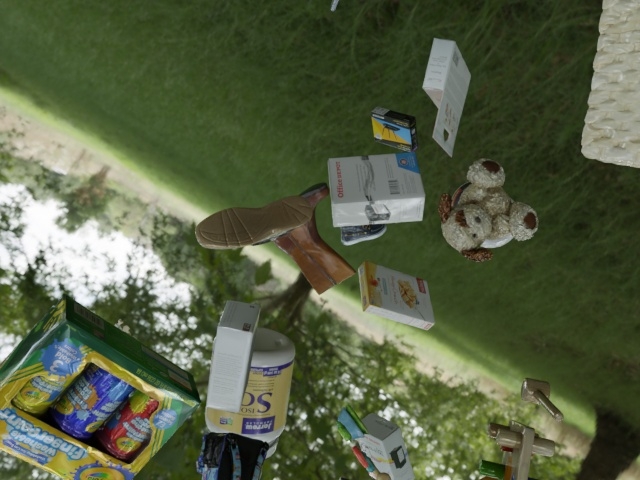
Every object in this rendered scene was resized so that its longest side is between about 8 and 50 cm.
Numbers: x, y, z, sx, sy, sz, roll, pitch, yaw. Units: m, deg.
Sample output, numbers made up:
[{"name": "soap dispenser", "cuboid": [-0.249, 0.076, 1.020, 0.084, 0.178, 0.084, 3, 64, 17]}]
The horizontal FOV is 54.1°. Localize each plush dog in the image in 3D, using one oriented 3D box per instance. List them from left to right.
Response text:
[{"name": "plush dog", "cuboid": [0.441, -0.066, 1.777, 0.262, 0.225, 0.210, 55, 165, 1]}]

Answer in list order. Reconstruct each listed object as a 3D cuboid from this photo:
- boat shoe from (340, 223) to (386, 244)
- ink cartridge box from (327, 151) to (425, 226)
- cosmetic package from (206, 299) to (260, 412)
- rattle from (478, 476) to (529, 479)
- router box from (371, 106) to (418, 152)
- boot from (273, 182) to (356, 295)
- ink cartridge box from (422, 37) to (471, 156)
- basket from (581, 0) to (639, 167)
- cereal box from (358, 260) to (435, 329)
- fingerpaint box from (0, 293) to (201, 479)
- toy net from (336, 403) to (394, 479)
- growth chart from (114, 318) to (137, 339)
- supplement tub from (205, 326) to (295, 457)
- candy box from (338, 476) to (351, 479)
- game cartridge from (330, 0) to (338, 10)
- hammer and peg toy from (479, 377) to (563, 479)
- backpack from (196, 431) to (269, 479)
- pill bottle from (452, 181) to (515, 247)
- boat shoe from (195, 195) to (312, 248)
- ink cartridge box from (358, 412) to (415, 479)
[{"name": "boat shoe", "cuboid": [0.161, -0.047, 2.337, 0.065, 0.183, 0.083, -127, 22, -51]}, {"name": "ink cartridge box", "cuboid": [0.185, -0.175, 2.143, 0.307, 0.223, 0.129, -4, 140, 0]}, {"name": "cosmetic package", "cuboid": [-0.199, 0.264, 1.428, 0.085, 0.231, 0.117, 10, -155, -1]}, {"name": "rattle", "cuboid": [0.596, 0.785, 1.897, 0.199, 0.143, 0.130, 32, -149, -13]}, {"name": "router box", "cuboid": [0.276, -0.414, 2.335, 0.178, 0.046, 0.133, 25, 143, 37]}, {"name": "boot", "cuboid": [0.000, 0.000, 1.804, 0.280, 0.264, 0.096, 49, -154, -5]}, {"name": "ink cartridge box", "cuboid": [0.321, -0.361, 1.631, 0.060, 0.239, 0.275, 15, -178, 22]}, {"name": "basket", "cuboid": [0.635, -0.275, 0.999, 0.266, 0.329, 0.331, -12, -159, -35]}, {"name": "cereal box", "cuboid": [0.235, 0.170, 1.940, 0.240, 0.047, 0.173, 17, -136, -22]}, {"name": "fingerpaint box", "cuboid": [-0.608, 0.422, 1.647, 0.445, 0.371, 0.163, 43, -179, -29]}, {"name": "toy net", "cuboid": [0.105, 0.412, 1.151, 0.232, 0.045, 0.122, 55, 173, 3]}, {"name": "growth chart", "cuboid": [-0.645, 0.394, 2.077, 0.237, 0.172, 0.021, 53, -161, 17]}, {"name": "supplement tub", "cuboid": [-0.209, 0.442, 1.829, 0.240, 0.332, 0.241, 7, -169, -1]}, {"name": "candy box", "cuboid": [0.114, 0.594, 1.267, 0.233, 0.159, 0.071, 1, 146, 44]}, {"name": "game cartridge", "cuboid": [0.050, -0.796, 2.071, 0.017, 0.056, 0.083, 21, -146, -12]}, {"name": "hammer and peg toy", "cuboid": [0.455, 0.498, 1.460, 0.127, 0.362, 0.266, 11, 171, 11]}, {"name": "backpack", "cuboid": [-0.210, 0.542, 1.452, 0.116, 0.173, 0.158, -11, 150, 35]}, {"name": "pill bottle", "cuboid": [0.540, -0.100, 2.102, 0.181, 0.182, 0.323, 33, -167, -8]}, {"name": "boat shoe", "cuboid": [-0.157, -0.031, 1.493, 0.103, 0.285, 0.092, 65, 158, 16]}, {"name": "ink cartridge box", "cuboid": [0.175, 0.585, 1.738, 0.127, 0.072, 0.175, 8, 120, 56]}]
